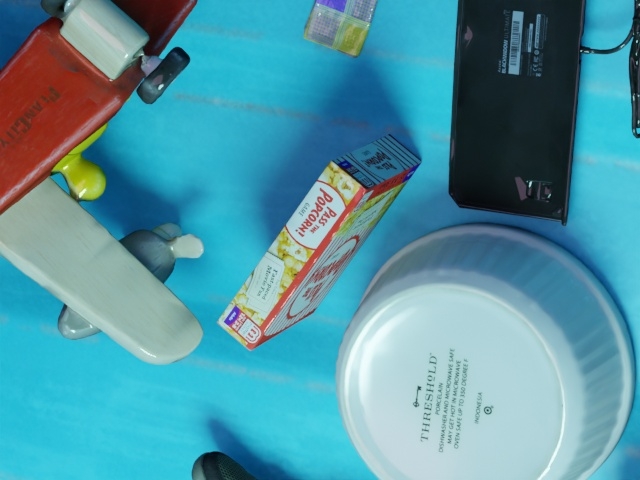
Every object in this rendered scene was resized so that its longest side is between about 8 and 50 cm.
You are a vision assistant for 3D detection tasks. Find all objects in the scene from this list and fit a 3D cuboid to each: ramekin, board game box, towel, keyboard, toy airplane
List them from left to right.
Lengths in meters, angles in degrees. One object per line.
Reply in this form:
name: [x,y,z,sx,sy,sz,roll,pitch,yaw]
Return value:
toy airplane: [-0.301,-0.070,1.864,0.384,0.272,0.386,-3,87,-9]
board game box: [0.000,0.000,1.820,0.045,0.147,0.193,40,115,10]
towel: [0.021,-0.214,1.837,0.060,0.009,0.083,27,111,16]
ramekin: [0.138,0.127,1.801,0.273,0.127,0.273,5,104,21]
keyboard: [0.213,-0.170,1.756,0.201,0.033,0.317,11,107,27]

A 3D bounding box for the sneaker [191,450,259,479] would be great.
sneaker: [-0.017,0.271,1.925,0.227,0.087,0.130,48,113,3]
